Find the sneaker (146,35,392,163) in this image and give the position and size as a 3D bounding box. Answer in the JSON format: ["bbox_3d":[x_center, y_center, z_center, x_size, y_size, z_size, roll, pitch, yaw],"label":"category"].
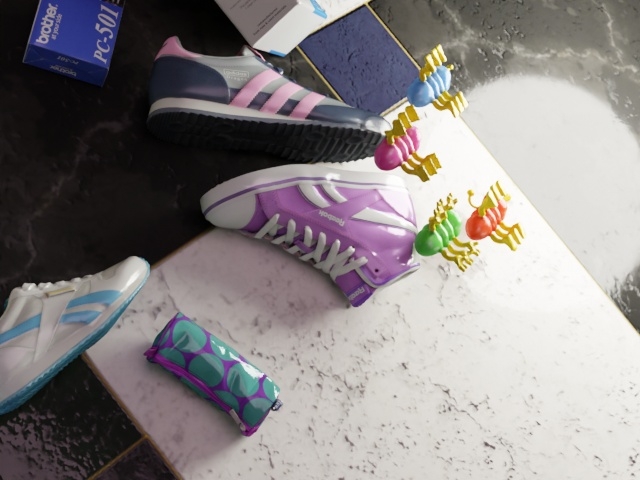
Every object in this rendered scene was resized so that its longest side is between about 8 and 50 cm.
[{"bbox_3d":[-0.054,-0.178,1.341,0.319,0.112,0.131,8,66,-24],"label":"sneaker"}]

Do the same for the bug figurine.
[{"bbox_3d":[0.152,-0.090,1.357,0.216,0.072,0.279,-41,111,-47],"label":"bug figurine"}]

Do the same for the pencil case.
[{"bbox_3d":[-0.115,0.147,1.181,0.152,0.064,0.070,38,39,-4],"label":"pencil case"}]

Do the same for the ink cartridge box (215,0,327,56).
[{"bbox_3d":[-0.098,-0.341,1.375,0.203,0.086,0.148,51,15,6],"label":"ink cartridge box"}]

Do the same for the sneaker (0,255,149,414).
[{"bbox_3d":[-0.271,0.076,1.127,0.092,0.087,0.229,47,53,4],"label":"sneaker"}]

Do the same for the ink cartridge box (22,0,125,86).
[{"bbox_3d":[-0.288,-0.294,1.322,0.097,0.046,0.207,16,60,-17],"label":"ink cartridge box"}]

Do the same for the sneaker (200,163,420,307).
[{"bbox_3d":[0.001,0.000,1.290,0.282,0.102,0.161,-1,70,-26],"label":"sneaker"}]
